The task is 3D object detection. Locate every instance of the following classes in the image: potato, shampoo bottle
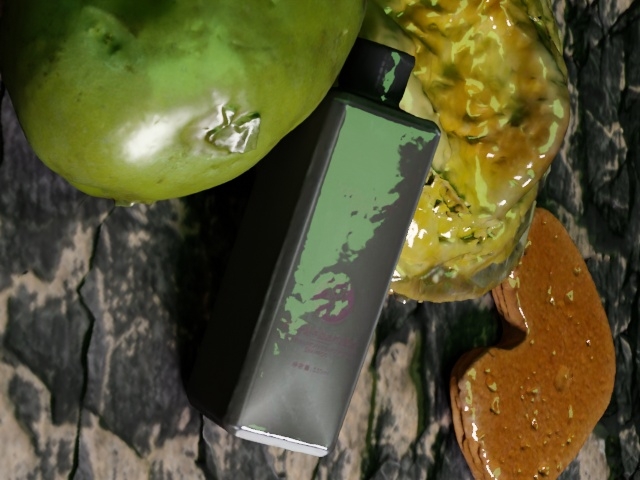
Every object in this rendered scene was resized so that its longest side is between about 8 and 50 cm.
[{"bbox_3d":[-0.075,-0.129,1.021,0.253,0.148,0.186,-40,103,-32],"label":"potato"},{"bbox_3d":[0.000,0.000,1.096,0.080,0.079,0.246,17,93,-28],"label":"shampoo bottle"}]

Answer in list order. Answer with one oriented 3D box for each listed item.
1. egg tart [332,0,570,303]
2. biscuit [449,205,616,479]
[{"bbox_3d":[0.087,-0.103,1.228,0.297,0.132,0.297,6,81,-44],"label":"egg tart"},{"bbox_3d":[0.149,0.085,1.360,0.192,0.036,0.186,-48,122,-37],"label":"biscuit"}]
